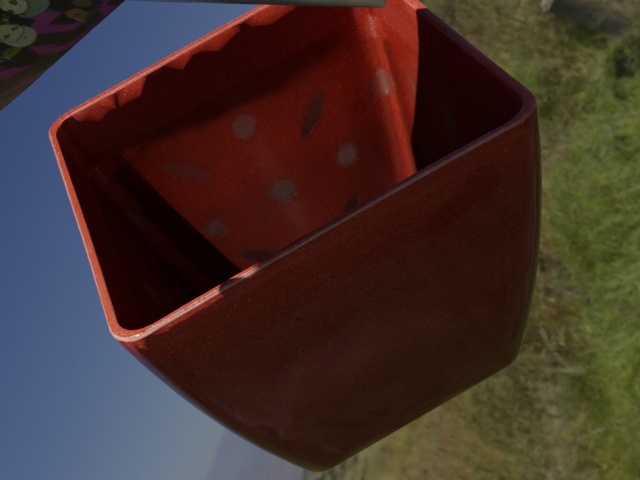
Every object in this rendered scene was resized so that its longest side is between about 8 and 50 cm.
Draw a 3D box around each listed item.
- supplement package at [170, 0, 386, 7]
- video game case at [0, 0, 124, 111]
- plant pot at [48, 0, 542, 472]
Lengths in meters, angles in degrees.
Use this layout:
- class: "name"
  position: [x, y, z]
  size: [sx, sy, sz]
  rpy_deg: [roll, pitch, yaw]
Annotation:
- class: "supplement package"
  position: [-0.100, -0.189, 0.494]
  size: [0.139, 0.244, 0.134]
  rpy_deg: [-18, -66, -60]
- class: "video game case"
  position: [-0.148, -0.117, 0.292]
  size: [0.232, 0.210, 0.042]
  rpy_deg: [-28, 60, 35]
- class: "plant pot"
  position: [0.000, 0.000, 0.708]
  size: [0.267, 0.267, 0.236]
  rpy_deg: [57, 175, 50]
